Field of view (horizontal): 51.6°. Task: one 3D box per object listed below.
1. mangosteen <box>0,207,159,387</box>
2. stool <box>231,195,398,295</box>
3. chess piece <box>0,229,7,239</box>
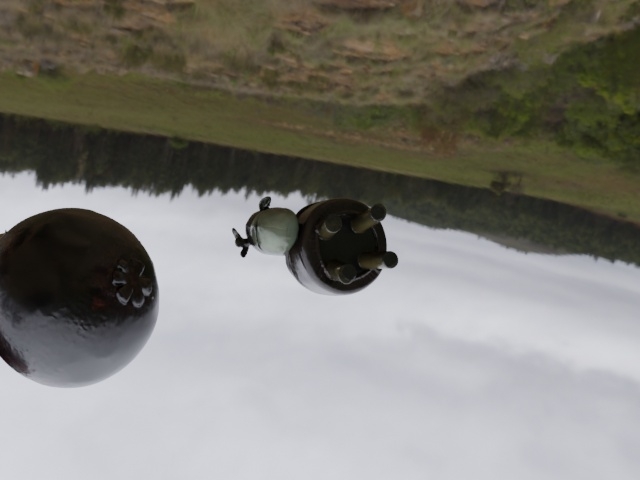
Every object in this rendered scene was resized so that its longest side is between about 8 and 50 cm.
[{"bbox_3d":[-0.419,0.107,1.085,0.297,0.313,0.297,38,-158,-19],"label":"mangosteen"},{"bbox_3d":[0.000,0.000,0.836,0.217,0.125,0.121,17,170,-18],"label":"stool"},{"bbox_3d":[-0.712,0.137,1.539,0.137,0.301,0.137,-1,-154,1],"label":"chess piece"}]
